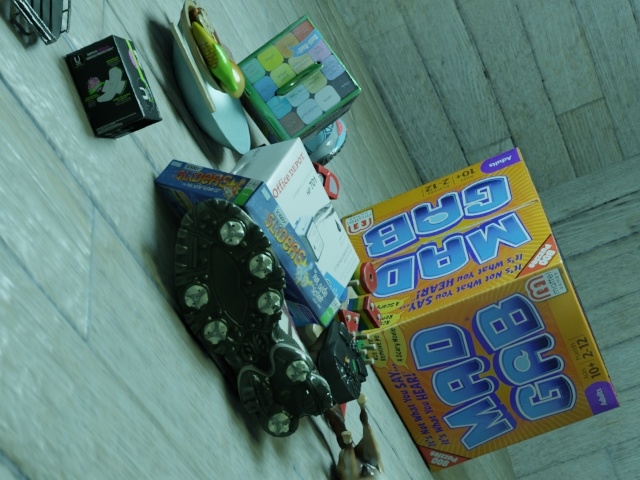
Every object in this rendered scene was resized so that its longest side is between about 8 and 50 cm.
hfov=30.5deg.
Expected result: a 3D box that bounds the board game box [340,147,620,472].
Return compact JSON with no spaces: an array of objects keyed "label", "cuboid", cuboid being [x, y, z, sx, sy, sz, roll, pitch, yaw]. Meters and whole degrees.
[{"label":"board game box","cuboid":[0.278,0.123,2.107,0.356,0.356,0.356,-97,162,-54]}]

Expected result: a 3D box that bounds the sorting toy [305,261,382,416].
[{"label":"sorting toy","cuboid":[0.035,0.111,1.553,0.132,0.046,0.275,57,33,-41]}]

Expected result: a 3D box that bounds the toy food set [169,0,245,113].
[{"label":"toy food set","cuboid":[-0.130,-0.237,1.444,0.192,0.038,0.132,-84,150,-69]}]

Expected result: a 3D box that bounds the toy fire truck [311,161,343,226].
[{"label":"toy fire truck","cuboid":[0.000,0.000,1.633,0.135,0.047,0.192,27,71,-52]}]

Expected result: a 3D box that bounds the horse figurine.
[{"label":"horse figurine","cuboid":[0.057,0.297,1.403,0.174,0.066,0.263,87,-17,-54]}]

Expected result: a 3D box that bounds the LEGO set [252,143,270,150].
[{"label":"LEGO set","cuboid":[-0.040,-0.044,1.764,0.182,0.060,0.244,61,4,32]}]

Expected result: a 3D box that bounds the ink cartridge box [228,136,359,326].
[{"label":"ink cartridge box","cuboid":[-0.041,-0.008,1.441,0.191,0.082,0.140,65,30,-24]}]

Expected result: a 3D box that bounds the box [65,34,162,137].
[{"label":"box","cuboid":[-0.194,-0.144,1.111,0.062,0.052,0.083,-22,92,-80]}]

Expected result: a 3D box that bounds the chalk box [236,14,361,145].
[{"label":"chalk box","cuboid":[-0.037,-0.213,1.619,0.132,0.132,0.213,54,-6,1]}]

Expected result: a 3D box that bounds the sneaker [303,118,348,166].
[{"label":"sneaker","cuboid":[-0.042,-0.224,1.980,0.125,0.104,0.262,35,26,-39]}]

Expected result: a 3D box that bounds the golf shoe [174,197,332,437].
[{"label":"golf shoe","cuboid":[-0.081,0.072,1.189,0.120,0.105,0.273,-126,-166,-63]}]

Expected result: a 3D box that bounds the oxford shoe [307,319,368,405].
[{"label":"oxford shoe","cuboid":[-0.001,0.150,1.375,0.083,0.096,0.227,63,11,1]}]

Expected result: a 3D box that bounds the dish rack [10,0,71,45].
[{"label":"dish rack","cuboid":[-0.272,-0.306,0.987,0.271,0.074,0.208,58,16,-45]}]

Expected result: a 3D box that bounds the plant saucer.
[{"label":"plant saucer","cuboid":[-0.146,-0.192,1.483,0.195,0.037,0.195,-21,90,-79]}]

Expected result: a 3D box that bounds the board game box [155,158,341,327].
[{"label":"board game box","cuboid":[-0.074,0.005,1.235,0.035,0.136,0.201,-54,137,-23]}]
